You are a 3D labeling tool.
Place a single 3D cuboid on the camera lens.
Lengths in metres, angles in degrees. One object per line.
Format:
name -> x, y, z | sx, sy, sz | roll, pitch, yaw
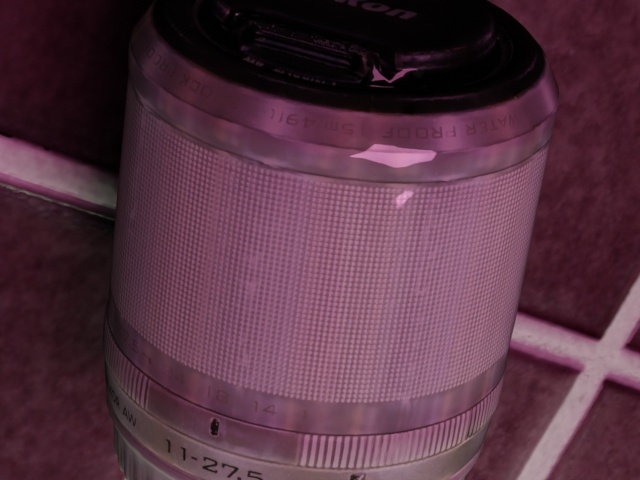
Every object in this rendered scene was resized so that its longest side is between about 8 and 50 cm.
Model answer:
camera lens -> 0.000, 0.000, 1.053 | 0.219, 0.219, 0.274 | -8, 121, -29
